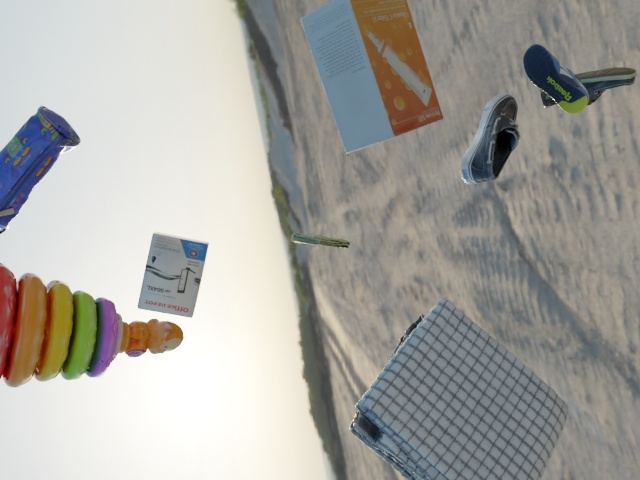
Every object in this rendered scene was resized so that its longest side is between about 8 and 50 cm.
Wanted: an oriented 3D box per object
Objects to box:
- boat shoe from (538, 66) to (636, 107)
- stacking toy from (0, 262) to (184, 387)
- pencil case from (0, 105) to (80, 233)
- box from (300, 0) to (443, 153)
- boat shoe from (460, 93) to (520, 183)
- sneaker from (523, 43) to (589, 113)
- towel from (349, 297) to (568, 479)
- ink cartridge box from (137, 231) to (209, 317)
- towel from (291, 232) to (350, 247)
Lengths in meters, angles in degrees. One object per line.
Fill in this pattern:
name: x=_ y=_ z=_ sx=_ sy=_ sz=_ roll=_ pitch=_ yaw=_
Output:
boat shoe: x=0.614 y=-0.348 z=1.564 sx=0.223 sy=0.080 sz=0.073 roll=2 pitch=113 yaw=44
stacking toy: x=-0.320 y=0.120 z=0.875 sx=0.175 sy=0.302 sz=0.166 roll=-49 pitch=42 yaw=40
pencil case: x=-0.687 y=-0.162 z=1.558 sx=0.133 sy=0.306 sz=0.119 roll=42 pitch=-179 yaw=41
box: x=0.130 y=-0.418 z=1.660 sx=0.168 sy=0.215 sz=0.345 roll=-11 pitch=101 yaw=47
boat shoe: x=0.454 y=-0.263 z=1.710 sx=0.108 sy=0.102 sz=0.301 roll=54 pitch=-126 yaw=-31
sneaker: x=0.406 y=-0.278 z=1.169 sx=0.144 sy=0.059 sz=0.053 roll=54 pitch=130 yaw=11
towel: x=0.204 y=0.265 z=1.018 sx=0.283 sy=0.235 sz=0.121 roll=40 pitch=153 yaw=0
ink cartridge box: x=-0.387 y=0.091 z=1.788 sx=0.086 sy=0.148 sz=0.203 roll=-155 pitch=76 yaw=-81
towel: x=0.000 y=0.000 z=1.821 sx=0.148 sy=0.110 sz=0.027 roll=6 pitch=89 yaw=54
